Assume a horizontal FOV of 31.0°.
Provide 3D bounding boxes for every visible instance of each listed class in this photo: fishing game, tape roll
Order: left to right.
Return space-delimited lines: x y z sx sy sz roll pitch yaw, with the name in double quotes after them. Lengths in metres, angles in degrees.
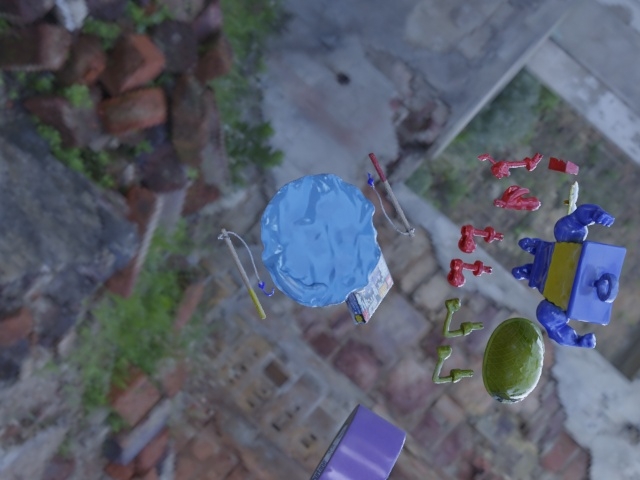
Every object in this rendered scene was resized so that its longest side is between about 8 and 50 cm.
0.000 0.000 1.612 0.264 0.189 0.041 -32 -170 -19 "fishing game"
0.039 0.330 1.623 0.189 0.080 0.189 -59 178 -3 "tape roll"

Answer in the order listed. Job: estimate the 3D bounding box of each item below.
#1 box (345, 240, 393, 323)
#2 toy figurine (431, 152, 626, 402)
0.081 0.073 2.062 0.027 0.094 0.137 -8 -153 31 "box"
0.307 0.068 1.561 0.217 0.191 0.362 22 -81 62 "toy figurine"
